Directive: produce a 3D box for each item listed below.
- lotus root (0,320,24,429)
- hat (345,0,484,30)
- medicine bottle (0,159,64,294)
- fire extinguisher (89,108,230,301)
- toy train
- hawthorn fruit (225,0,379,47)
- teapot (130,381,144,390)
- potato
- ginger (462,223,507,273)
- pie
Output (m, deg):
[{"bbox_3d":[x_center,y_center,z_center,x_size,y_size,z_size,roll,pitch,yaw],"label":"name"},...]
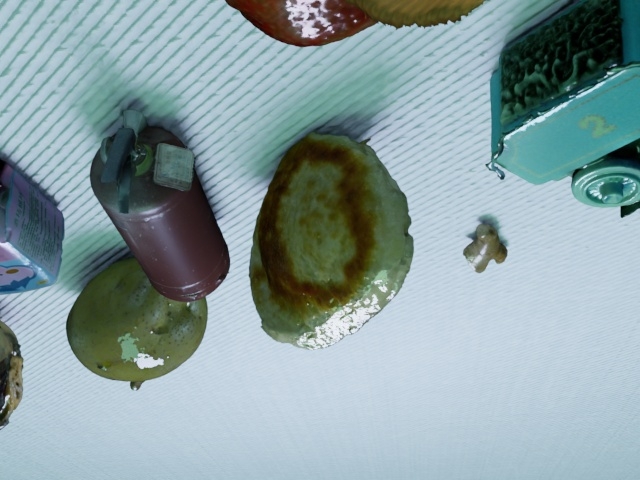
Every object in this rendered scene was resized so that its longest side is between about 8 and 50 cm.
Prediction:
[{"bbox_3d":[-0.537,0.157,1.154,0.309,0.183,0.183,8,152,-13],"label":"lotus root"},{"bbox_3d":[0.051,-0.242,0.350,0.244,0.233,0.233,-29,173,-6],"label":"hat"},{"bbox_3d":[-0.342,-0.022,0.879,0.119,0.095,0.188,-7,153,12],"label":"medicine bottle"},{"bbox_3d":[-0.154,-0.029,0.866,0.104,0.105,0.269,-3,154,3],"label":"fire extinguisher"},{"bbox_3d":[0.234,-0.112,0.717,0.163,0.112,0.203,24,144,-30],"label":"toy train"},{"bbox_3d":[0.014,-0.200,0.496,0.194,0.157,0.157,-29,147,13],"label":"hawthorn fruit"},{"bbox_3d":[-0.260,0.155,1.269,0.110,0.085,0.080,33,140,-19],"label":"teapot"},{"bbox_3d":[-0.233,0.097,1.094,0.194,0.157,0.157,-8,156,43],"label":"potato"},{"bbox_3d":[0.186,0.009,1.043,0.048,0.030,0.097,-36,149,6],"label":"ginger"},{"bbox_3d":[0.000,0.000,0.849,0.084,0.179,0.205,10,145,-33],"label":"pie"}]
